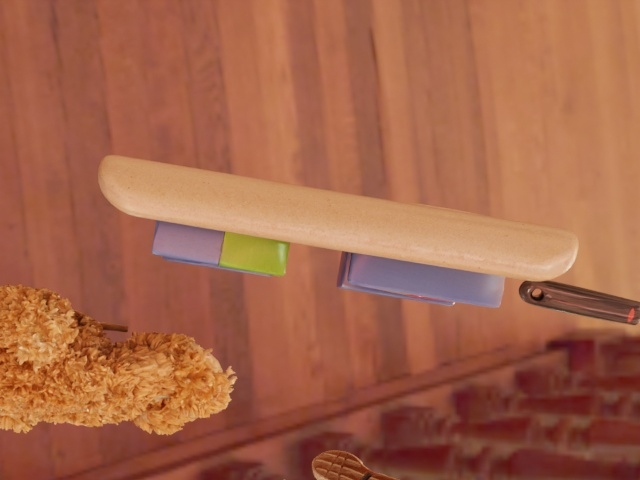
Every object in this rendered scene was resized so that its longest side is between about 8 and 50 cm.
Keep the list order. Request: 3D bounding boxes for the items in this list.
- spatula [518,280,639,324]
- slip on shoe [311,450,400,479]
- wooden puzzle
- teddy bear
[{"bbox_3d":[0.345,0.075,1.449,0.030,0.296,0.084,-97,-161,-65],"label":"spatula"},{"bbox_3d":[0.044,0.271,1.563,0.051,0.135,0.041,-36,126,-36],"label":"slip on shoe"},{"bbox_3d":[0.000,0.000,1.088,0.348,0.322,0.080,-142,-119,-86],"label":"wooden puzzle"},{"bbox_3d":[-0.240,0.109,1.194,0.338,0.245,0.113,23,70,-37],"label":"teddy bear"}]
